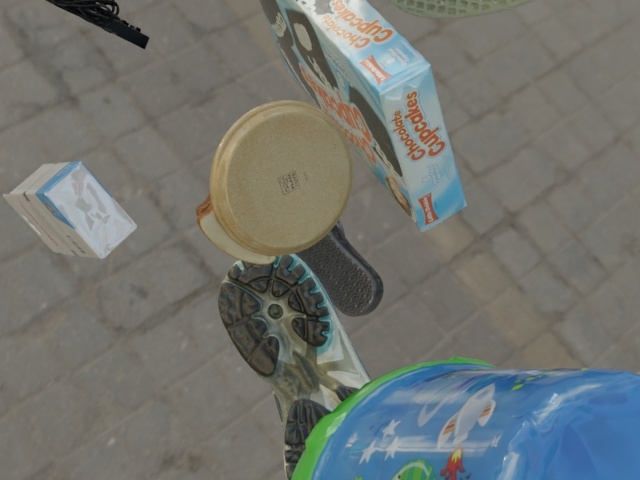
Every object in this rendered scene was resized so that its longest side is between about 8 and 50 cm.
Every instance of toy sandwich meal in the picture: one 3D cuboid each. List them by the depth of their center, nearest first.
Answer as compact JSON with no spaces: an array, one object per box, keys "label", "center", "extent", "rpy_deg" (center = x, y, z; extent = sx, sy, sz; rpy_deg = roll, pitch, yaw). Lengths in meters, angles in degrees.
[{"label":"toy sandwich meal","center":[-0.023,-0.029,0.594],"extent":[0.085,0.029,0.085],"rpy_deg":[-7,106,-26]}]

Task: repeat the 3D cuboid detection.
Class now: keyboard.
[{"label":"keyboard","center":[-0.225,-0.227,1.108],"extent":[0.100,0.038,0.192],"rpy_deg":[32,8,35]}]

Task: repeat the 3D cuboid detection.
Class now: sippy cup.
[{"label":"sippy cup","center":[0.120,0.170,0.689],"extent":[0.240,0.224,0.305],"rpy_deg":[34,67,-9]}]

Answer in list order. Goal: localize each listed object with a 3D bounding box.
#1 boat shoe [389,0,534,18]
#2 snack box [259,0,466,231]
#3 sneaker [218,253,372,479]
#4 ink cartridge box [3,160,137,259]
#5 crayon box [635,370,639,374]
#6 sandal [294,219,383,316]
[{"label":"boat shoe","center":[0.272,-0.405,1.292],"extent":[0.187,0.500,0.156],"rpy_deg":[48,29,-18]},{"label":"snack box","center":[0.028,-0.172,1.209],"extent":[0.060,0.187,0.322],"rpy_deg":[-30,46,-7]},{"label":"sneaker","center":[0.009,0.133,1.056],"extent":[0.110,0.122,0.283],"rpy_deg":[-20,93,8]},{"label":"ink cartridge box","center":[-0.302,-0.037,1.435],"extent":[0.060,0.180,0.104],"rpy_deg":[-47,113,-20]},{"label":"crayon box","center":[0.334,0.245,1.335],"extent":[0.363,0.313,0.106],"rpy_deg":[-28,87,-16]},{"label":"sandal","center":[0.000,0.001,1.682],"extent":[0.054,0.097,0.254],"rpy_deg":[-3,55,-57]}]
